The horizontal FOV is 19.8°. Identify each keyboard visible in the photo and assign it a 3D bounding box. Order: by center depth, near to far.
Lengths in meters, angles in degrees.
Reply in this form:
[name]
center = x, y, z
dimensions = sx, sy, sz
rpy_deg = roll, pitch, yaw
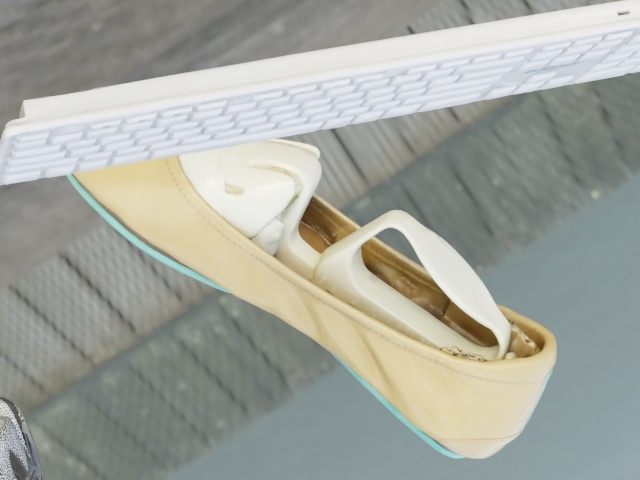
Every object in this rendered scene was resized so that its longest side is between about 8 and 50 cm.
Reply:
[keyboard]
center = 0.020, -0.050, 0.600
dimensions = 0.256, 0.014, 0.072
rpy_deg = -11, 166, -16

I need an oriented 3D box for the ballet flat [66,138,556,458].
[ballet flat]
center = 0.000, 0.000, 0.771
dimensions = 0.073, 0.232, 0.080
rpy_deg = -53, -176, 35

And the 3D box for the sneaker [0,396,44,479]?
[sneaker]
center = -0.103, 0.151, 0.782
dimensions = 0.268, 0.101, 0.153
rpy_deg = -2, 109, 9
